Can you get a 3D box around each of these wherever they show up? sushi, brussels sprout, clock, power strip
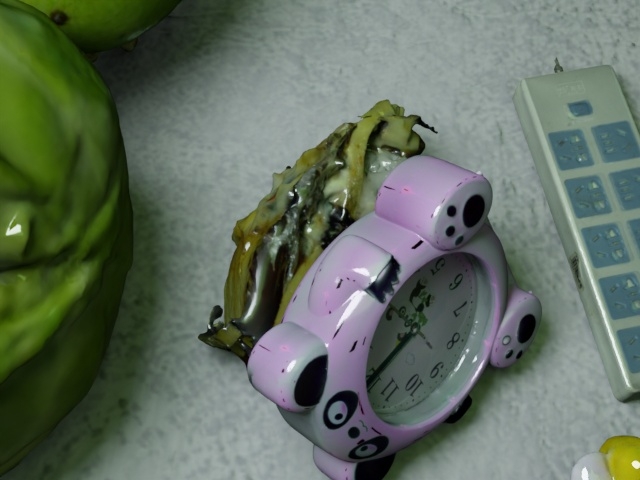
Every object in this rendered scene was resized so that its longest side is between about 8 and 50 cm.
[{"bbox_3d":[-0.005,-0.005,0.984,0.131,0.139,0.291,34,68,-13],"label":"sushi"},{"bbox_3d":[-0.316,-0.009,0.797,0.342,0.425,0.361,25,46,17],"label":"brussels sprout"},{"bbox_3d":[0.066,0.076,0.904,0.248,0.227,0.090,-47,43,-16],"label":"clock"},{"bbox_3d":[0.284,-0.022,1.049,0.106,0.043,0.367,-11,69,-10],"label":"power strip"}]

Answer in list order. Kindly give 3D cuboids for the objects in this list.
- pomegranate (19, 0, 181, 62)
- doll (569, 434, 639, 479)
[{"bbox_3d":[-0.189,-0.276,0.937,0.216,0.358,0.309,22,66,10],"label":"pomegranate"},{"bbox_3d":[0.207,0.348,0.798,0.365,0.187,0.376,-37,113,-13],"label":"doll"}]
